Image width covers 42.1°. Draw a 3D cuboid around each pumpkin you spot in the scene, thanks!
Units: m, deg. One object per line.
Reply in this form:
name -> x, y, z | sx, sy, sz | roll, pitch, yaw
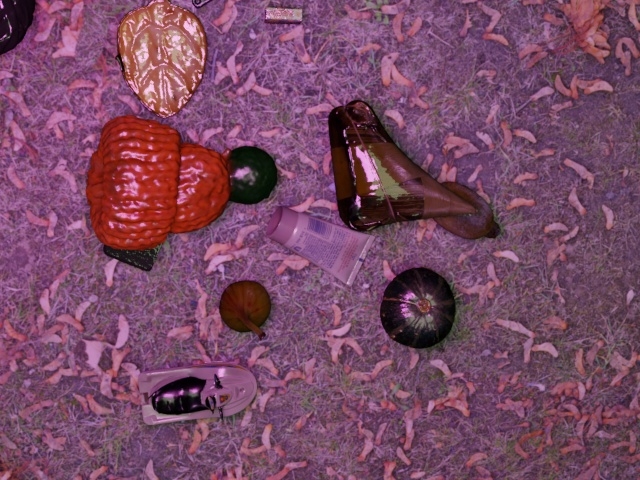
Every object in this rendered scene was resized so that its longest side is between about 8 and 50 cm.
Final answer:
pumpkin -> 0.230, 0.159, 1.954 | 0.190, 0.146, 0.190 | -1, 97, -4

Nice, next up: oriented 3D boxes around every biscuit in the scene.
biscuit -> -0.353, -0.404, 1.857 | 0.203, 0.041, 0.260 | -3, 100, -9

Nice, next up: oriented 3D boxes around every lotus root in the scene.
lotus root -> 0.343, -0.062, 1.963 | 0.192, 0.088, 0.113 | 31, 88, -10

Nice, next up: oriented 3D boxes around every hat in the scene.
hat -> -0.308, -0.115, 1.839 | 0.400, 0.285, 0.285 | 4, 99, -33

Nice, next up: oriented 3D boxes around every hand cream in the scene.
hand cream -> 0.000, 0.000, 1.947 | 0.248, 0.083, 0.133 | 27, 96, -21

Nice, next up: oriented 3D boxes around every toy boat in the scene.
toy boat -> -0.290, 0.357, 1.938 | 0.269, 0.141, 0.141 | -5, 100, 9

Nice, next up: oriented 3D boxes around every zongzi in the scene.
zongzi -> 0.184, -0.181, 1.879 | 0.317, 0.154, 0.289 | -6, 100, 3

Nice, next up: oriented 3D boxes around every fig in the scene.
fig -> -0.164, 0.170, 1.867 | 0.124, 0.236, 0.124 | -3, 108, -10

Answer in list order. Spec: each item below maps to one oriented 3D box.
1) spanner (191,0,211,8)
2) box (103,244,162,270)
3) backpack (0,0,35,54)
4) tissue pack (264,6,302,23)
spanner -> -0.193, -0.575, 1.859 | 0.208, 0.012, 0.046 | -30, 102, -1
box -> -0.426, -0.006, 1.918 | 0.125, 0.027, 0.126 | 23, 97, -7
backpack -> -0.780, -0.588, 1.675 | 0.363, 0.255, 0.446 | -9, 114, -4
tissue pack -> -0.083, -0.501, 1.857 | 0.083, 0.063, 0.035 | 2, 96, -6
